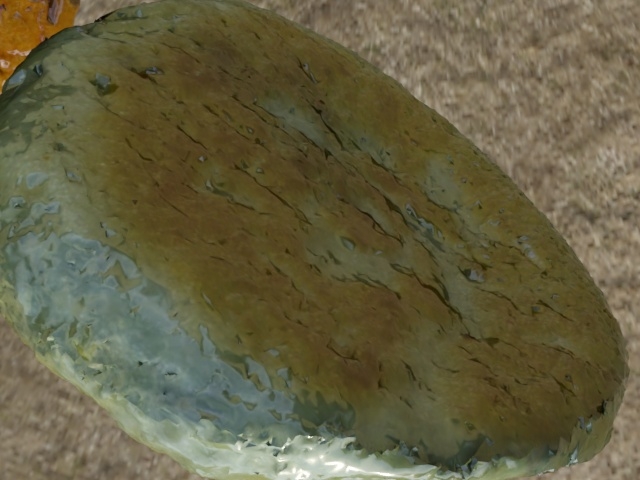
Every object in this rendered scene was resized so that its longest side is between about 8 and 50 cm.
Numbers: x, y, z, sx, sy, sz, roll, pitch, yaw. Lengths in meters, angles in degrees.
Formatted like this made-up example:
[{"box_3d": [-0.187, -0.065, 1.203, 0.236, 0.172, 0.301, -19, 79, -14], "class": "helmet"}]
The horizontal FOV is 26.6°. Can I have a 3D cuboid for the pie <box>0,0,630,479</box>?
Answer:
[{"box_3d": [0.000, 0.000, 0.601, 0.323, 0.323, 0.070, 26, 122, -10], "class": "pie"}]

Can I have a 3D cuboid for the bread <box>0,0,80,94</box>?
[{"box_3d": [-0.201, -0.152, 0.656, 0.149, 0.158, 0.143, 16, 100, -41], "class": "bread"}]
